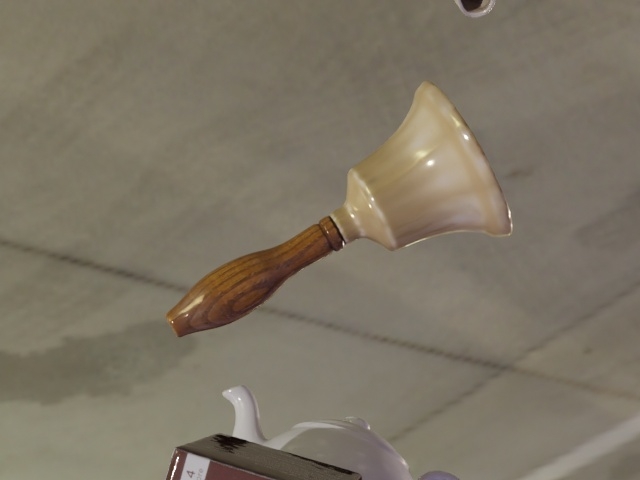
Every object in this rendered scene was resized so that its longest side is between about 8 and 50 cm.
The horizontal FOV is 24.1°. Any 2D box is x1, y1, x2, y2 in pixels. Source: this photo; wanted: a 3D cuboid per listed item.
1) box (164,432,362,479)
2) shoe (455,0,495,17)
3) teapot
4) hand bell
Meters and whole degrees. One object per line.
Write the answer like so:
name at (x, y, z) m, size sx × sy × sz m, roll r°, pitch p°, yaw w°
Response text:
box at (-0.069, 0.301, 1.505) m, size 0.167 × 0.168 × 0.203 m, roll 16°, pitch 180°, yaw 9°
shoe at (0.096, -0.225, 0.926) m, size 0.076 × 0.058 × 0.219 m, roll -3°, pitch 148°, yaw 3°
teapot at (0.023, 0.297, 1.759) m, size 0.252 × 0.187 × 0.256 m, roll 1°, pitch 145°, yaw 33°
hand bell at (0.000, 0.000, 1.056) m, size 0.242 × 0.126 × 0.126 m, roll -29°, pitch 150°, yaw -4°
